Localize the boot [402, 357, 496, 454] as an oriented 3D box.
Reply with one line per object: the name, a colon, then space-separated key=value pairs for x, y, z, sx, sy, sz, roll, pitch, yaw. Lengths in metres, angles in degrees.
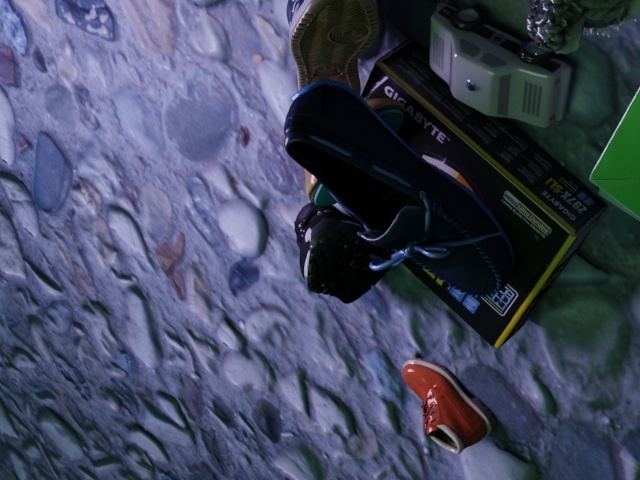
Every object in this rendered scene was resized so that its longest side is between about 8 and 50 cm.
boot: x=0.163 y=0.232 z=2.048 sx=0.158 sy=0.084 sz=0.059 roll=40 pitch=144 yaw=21

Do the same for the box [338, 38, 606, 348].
box: x=0.167 y=-0.054 z=1.812 sx=0.322 sy=0.079 sz=0.257 roll=43 pitch=145 yaw=14

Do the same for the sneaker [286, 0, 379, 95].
sneaker: x=0.008 y=-0.276 z=1.700 sx=0.282 sy=0.099 sz=0.153 roll=99 pitch=168 yaw=-70

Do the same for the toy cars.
toy cars: x=0.126 y=-0.271 z=1.645 sx=0.393 sy=0.087 sz=0.176 roll=54 pitch=150 yaw=-7

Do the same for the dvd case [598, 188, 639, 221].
dvd case: x=0.372 y=-0.053 z=1.631 sx=0.119 sy=0.013 sz=0.087 roll=36 pitch=141 yaw=22

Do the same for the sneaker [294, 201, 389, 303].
sneaker: x=0.000 y=0.000 z=1.934 sx=0.124 sy=0.107 sz=0.283 roll=49 pitch=179 yaw=17

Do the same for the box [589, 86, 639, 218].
box: x=0.398 y=-0.154 z=1.328 sx=0.127 sy=0.231 sz=0.262 roll=39 pitch=143 yaw=16

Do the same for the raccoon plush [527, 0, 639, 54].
raccoon plush: x=0.172 y=-0.298 z=1.378 sx=0.446 sy=0.299 sz=0.216 roll=6 pitch=120 yaw=39

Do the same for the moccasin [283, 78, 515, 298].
moccasin: x=0.078 y=-0.033 z=1.692 sx=0.342 sy=0.117 sz=0.138 roll=38 pitch=135 yaw=-14

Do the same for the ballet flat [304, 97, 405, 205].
ballet flat: x=0.030 y=-0.126 z=1.784 sx=0.232 sy=0.080 sz=0.073 roll=-51 pitch=48 yaw=52
